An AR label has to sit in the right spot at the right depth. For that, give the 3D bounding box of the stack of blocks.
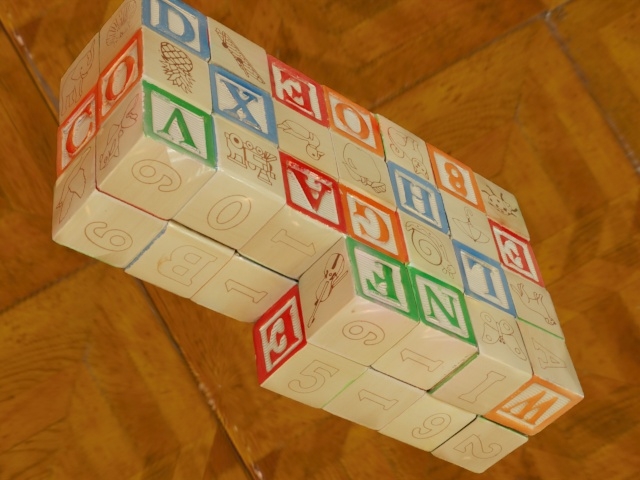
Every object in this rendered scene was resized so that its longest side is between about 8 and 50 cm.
[{"bbox_3d":[0.000,0.000,0.716,0.297,0.171,0.087,27,126,-31],"label":"stack of blocks"}]
